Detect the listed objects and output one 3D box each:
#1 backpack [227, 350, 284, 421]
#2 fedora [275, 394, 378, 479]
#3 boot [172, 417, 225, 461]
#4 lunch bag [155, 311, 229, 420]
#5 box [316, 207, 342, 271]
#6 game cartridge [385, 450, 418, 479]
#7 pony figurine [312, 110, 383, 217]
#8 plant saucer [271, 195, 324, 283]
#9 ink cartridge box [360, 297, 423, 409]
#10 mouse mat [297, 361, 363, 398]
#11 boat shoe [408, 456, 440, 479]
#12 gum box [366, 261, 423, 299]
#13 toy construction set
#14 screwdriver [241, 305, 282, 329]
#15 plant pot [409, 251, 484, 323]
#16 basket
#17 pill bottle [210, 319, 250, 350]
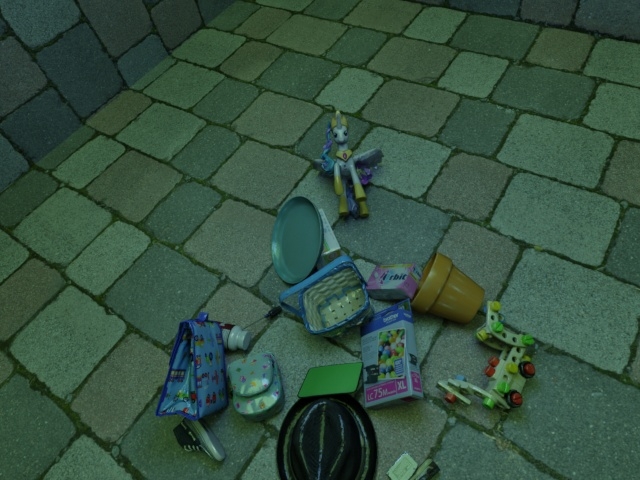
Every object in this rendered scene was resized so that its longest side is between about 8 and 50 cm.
[{"bbox_3d":[-0.198,0.451,1.328,0.165,0.145,0.189,-16,58,-8],"label":"backpack"},{"bbox_3d":[0.008,0.573,1.200,0.333,0.153,0.335,-5,55,7],"label":"fedora"},{"bbox_3d":[-0.368,0.613,1.299,0.086,0.069,0.190,-45,52,-11],"label":"boot"},{"bbox_3d":[-0.367,0.367,1.307,0.137,0.221,0.294,2,79,11],"label":"lunch bag"},{"bbox_3d":[0.000,0.000,1.614,0.103,0.114,0.203,-21,56,-4],"label":"box"},{"bbox_3d":[0.230,0.641,1.199,0.083,0.017,0.056,-39,55,-16],"label":"game cartridge"},{"bbox_3d":[0.110,-0.277,1.682,0.302,0.351,0.364,-10,74,7],"label":"pony figurine"},{"bbox_3d":[-0.080,-0.002,1.563,0.043,0.318,0.318,7,45,-37],"label":"plant saucer"},{"bbox_3d":[0.208,0.340,1.319,0.185,0.065,0.312,-34,41,39],"label":"ink cartridge box"},{"bbox_3d":[0.033,0.423,1.309,0.189,0.007,0.153,-11,16,18],"label":"mouse mat"},{"bbox_3d":[0.264,0.657,1.156,0.049,0.056,0.152,33,67,33],"label":"boat shoe"},{"bbox_3d":[0.242,0.139,1.457,0.188,0.062,0.107,-9,42,52],"label":"gum box"},{"bbox_3d":[0.498,0.362,1.259,0.215,0.151,0.328,40,77,4],"label":"toy construction set"},{"bbox_3d":[-0.204,0.271,1.488,0.169,0.025,0.024,-25,94,-32],"label":"screwdriver"},{"bbox_3d":[0.414,0.169,1.390,0.187,0.205,0.205,27,64,9],"label":"plant pot"},{"bbox_3d":[0.039,0.177,1.359,0.254,0.289,0.201,-32,46,11],"label":"basket"},{"bbox_3d":[-0.320,0.327,1.466,0.151,0.086,0.086,9,58,14],"label":"pill bottle"}]
